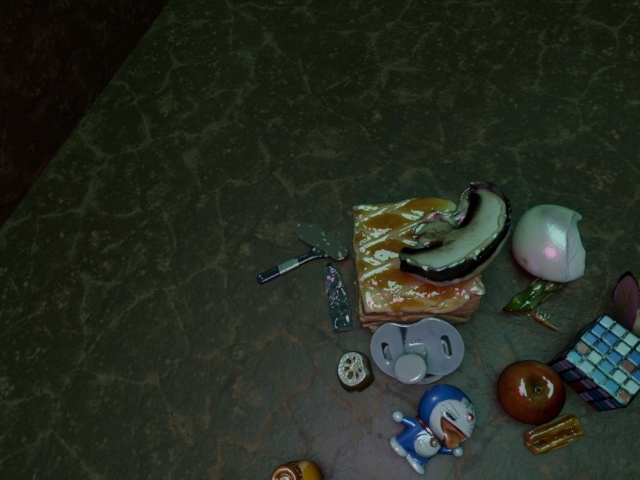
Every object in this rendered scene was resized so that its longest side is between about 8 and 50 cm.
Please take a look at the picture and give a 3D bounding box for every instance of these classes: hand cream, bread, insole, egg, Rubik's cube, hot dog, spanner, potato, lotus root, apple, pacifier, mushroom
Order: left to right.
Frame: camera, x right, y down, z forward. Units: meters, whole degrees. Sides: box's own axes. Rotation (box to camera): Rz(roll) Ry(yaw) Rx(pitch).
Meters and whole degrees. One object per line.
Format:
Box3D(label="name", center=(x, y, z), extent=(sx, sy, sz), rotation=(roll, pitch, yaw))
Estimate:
Box3D(label="spanner", center=(-0.091, 0.077, 1.615), extent=(0.315, 0.024, 0.087), rotation=(-25, 61, 0))
Box3D(label="insole", center=(0.000, 0.000, 1.620), extent=(0.247, 0.011, 0.081), rotation=(33, 69, 31))
Box3D(label="hand cream", center=(0.054, 0.190, 1.514), extent=(0.075, 0.052, 0.248), rotation=(-14, 63, 5))
Box3D(label="lotus root", center=(0.104, 0.414, 1.389), extent=(0.112, 0.081, 0.122), rotation=(-18, 62, 10))
Box3D(label="bread", center=(0.287, 0.080, 1.400), extent=(0.389, 0.279, 0.371), rotation=(-5, 62, 9))
Box3D(label="pacifier", center=(0.279, 0.351, 1.283), extent=(0.278, 0.207, 0.228), rotation=(-12, 101, 19))
Box3D(label="mushroom", center=(0.374, -0.005, 1.205), extent=(0.247, 0.130, 0.344), rotation=(23, 63, 44))
Box3D(label="apple", center=(0.594, 0.426, 1.237), extent=(0.180, 0.168, 0.181), rotation=(-2, 64, 3))
Box3D(label="egg", center=(0.715, -0.020, 1.390), extent=(0.206, 0.162, 0.271), rotation=(1, 42, 25))
Box3D(label="hot dog", center=(0.654, 0.545, 1.234), extent=(0.165, 0.045, 0.071), rotation=(-23, 65, 0))
Box3D(label="Rubik's cube", center=(0.787, 0.343, 1.229), extent=(0.184, 0.187, 0.182), rotation=(-43, 65, -8))
Box3D(label="potato", center=(1.002, 0.194, 1.247), extent=(0.265, 0.229, 0.229), rotation=(3, 65, 16))

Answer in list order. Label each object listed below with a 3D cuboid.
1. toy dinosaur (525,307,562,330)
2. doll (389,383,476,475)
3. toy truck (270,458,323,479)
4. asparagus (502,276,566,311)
Box3D(label="toy dinosaur", center=(0.703, 0.245, 1.378), extent=(0.113, 0.026, 0.041), rotation=(24, 78, 30))
Box3D(label="doll", center=(0.321, 0.527, 1.246), extent=(0.215, 0.161, 0.257), rotation=(41, 89, -4))
Box3D(label="toy truck", center=(-0.076, 0.751, 1.187), extent=(0.211, 0.204, 0.288), rotation=(32, 74, 20))
Box3D(label="asparagus", center=(0.709, 0.150, 1.397), extent=(0.287, 0.080, 0.080), rotation=(-41, 64, -4))
